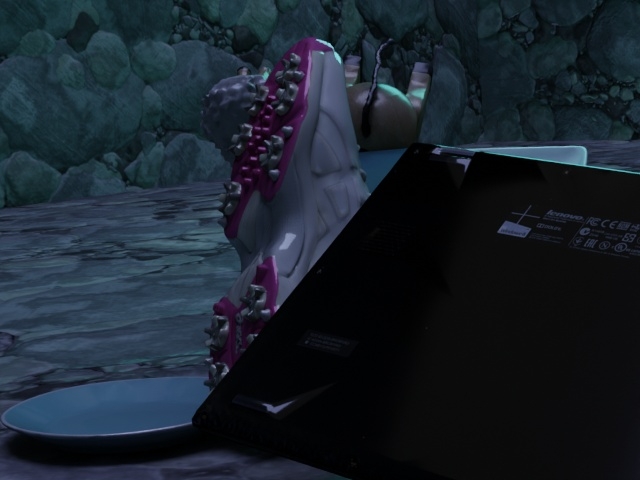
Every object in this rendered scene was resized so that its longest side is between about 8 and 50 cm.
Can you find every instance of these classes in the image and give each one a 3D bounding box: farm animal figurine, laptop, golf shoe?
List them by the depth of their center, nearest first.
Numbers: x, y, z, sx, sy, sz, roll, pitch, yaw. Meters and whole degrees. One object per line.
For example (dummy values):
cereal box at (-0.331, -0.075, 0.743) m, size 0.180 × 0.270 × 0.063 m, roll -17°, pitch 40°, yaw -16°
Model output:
laptop at (0.214, 0.081, 0.986) m, size 0.382 × 0.236 × 0.408 m, roll 11°, pitch 50°, yaw 41°
golf shoe at (0.000, 0.000, 1.147) m, size 0.140 × 0.306 × 0.115 m, roll 17°, pitch -25°, yaw -25°
farm animal figurine at (0.073, -0.026, 1.501) m, size 0.330 × 0.327 × 0.172 m, roll -5°, pitch 40°, yaw 19°

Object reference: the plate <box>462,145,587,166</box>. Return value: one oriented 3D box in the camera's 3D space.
plate at (0.185, -0.032, 1.928) m, size 0.277 × 0.045 × 0.278 m, roll 0°, pitch 31°, yaw 12°

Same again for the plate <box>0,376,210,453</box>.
plate at (-0.139, 0.130, 1.155) m, size 0.188 × 0.024 × 0.188 m, roll -4°, pitch 6°, yaw 0°

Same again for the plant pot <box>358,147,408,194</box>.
plant pot at (0.016, 0.037, 1.309) m, size 0.165 × 0.166 × 0.234 m, roll -3°, pitch 18°, yaw 7°
